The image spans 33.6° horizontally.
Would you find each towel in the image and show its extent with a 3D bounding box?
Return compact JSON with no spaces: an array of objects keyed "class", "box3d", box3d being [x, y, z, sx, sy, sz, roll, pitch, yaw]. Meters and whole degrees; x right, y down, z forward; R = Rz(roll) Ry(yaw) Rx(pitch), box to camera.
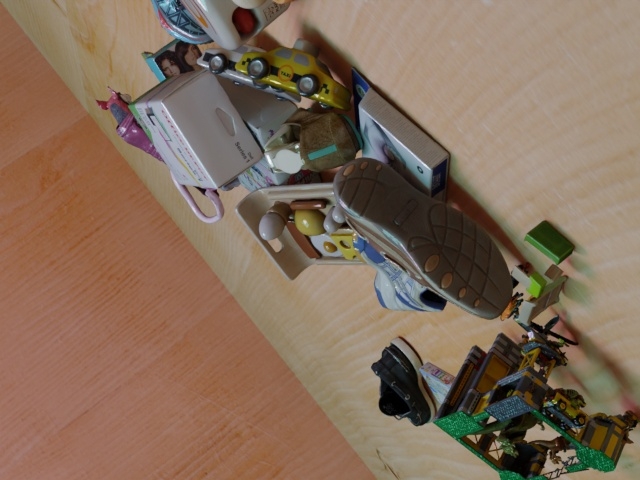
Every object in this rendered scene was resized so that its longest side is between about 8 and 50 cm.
[{"class":"towel","box3d":[-0.418,-0.442,2.641,0.060,0.009,0.083,59,163,-22]}]

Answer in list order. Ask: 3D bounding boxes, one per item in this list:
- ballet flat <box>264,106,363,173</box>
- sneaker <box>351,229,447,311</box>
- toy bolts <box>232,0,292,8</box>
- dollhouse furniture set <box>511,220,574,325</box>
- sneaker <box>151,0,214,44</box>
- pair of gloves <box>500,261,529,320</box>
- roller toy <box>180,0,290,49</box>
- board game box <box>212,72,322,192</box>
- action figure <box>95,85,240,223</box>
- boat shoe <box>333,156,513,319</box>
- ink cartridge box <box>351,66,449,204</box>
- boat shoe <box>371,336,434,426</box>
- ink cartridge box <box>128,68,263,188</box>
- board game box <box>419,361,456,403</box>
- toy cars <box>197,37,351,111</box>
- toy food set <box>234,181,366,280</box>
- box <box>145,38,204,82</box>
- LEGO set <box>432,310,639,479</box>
[{"class":"ballet flat","box3d":[-0.028,-0.158,1.808,0.116,0.124,0.342,64,172,-13]},{"class":"sneaker","box3d":[0.148,0.021,1.843,0.131,0.112,0.296,8,149,28]},{"class":"toy bolts","box3d":[-0.073,-0.418,1.352,0.228,0.158,0.218,56,165,-13]},{"class":"dollhouse furniture set","box3d":[0.301,0.046,1.474,0.058,0.076,0.152,42,152,25]},{"class":"sneaker","box3d":[-0.274,-0.475,1.945,0.262,0.104,0.125,52,163,2]},{"class":"pair of gloves","box3d":[0.288,0.075,1.582,0.010,0.083,0.074,17,158,-7]},{"class":"roller toy","box3d":[-0.140,-0.402,1.624,0.209,0.146,0.191,53,175,-26]},{"class":"board game box","box3d":[-0.110,-0.185,2.137,0.224,0.097,0.303,41,160,39]},{"class":"action figure","box3d":[-0.359,-0.218,2.443,0.370,0.276,0.248,28,152,-15]},{"class":"boat shoe","box3d":[0.156,0.002,1.613,0.324,0.123,0.116,43,164,13]},{"class":"ink cartridge box","box3d":[0.111,-0.134,1.682,0.224,0.045,0.223,46,164,24]},{"class":"boat shoe","box3d":[0.183,0.357,2.474,0.127,0.113,0.340,43,163,30]},{"class":"ink cartridge box","box3d":[-0.248,-0.215,2.072,0.201,0.117,0.278,58,164,-17]},{"class":"board game box","box3d":[0.282,0.329,2.278,0.103,0.026,0.154,60,164,-25]},{"class":"toy cars","box3d":[-0.074,-0.293,1.782,0.176,0.087,0.393,20,-178,-26]},{"class":"toy food set","box3d":[0.000,0.000,2.043,0.306,0.092,0.220,0,137,43]},{"class":"box","box3d":[-0.266,-0.316,2.294,0.244,0.100,0.060,57,163,-20]},{"class":"LEGO set","box3d":[0.349,0.246,1.681,0.255,0.192,0.331,33,150,0]}]
